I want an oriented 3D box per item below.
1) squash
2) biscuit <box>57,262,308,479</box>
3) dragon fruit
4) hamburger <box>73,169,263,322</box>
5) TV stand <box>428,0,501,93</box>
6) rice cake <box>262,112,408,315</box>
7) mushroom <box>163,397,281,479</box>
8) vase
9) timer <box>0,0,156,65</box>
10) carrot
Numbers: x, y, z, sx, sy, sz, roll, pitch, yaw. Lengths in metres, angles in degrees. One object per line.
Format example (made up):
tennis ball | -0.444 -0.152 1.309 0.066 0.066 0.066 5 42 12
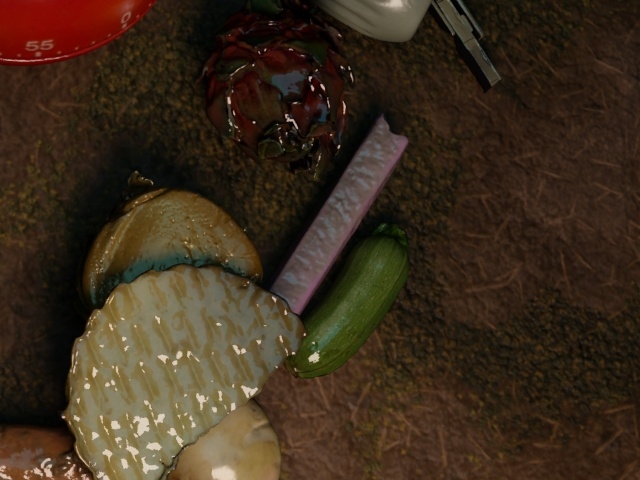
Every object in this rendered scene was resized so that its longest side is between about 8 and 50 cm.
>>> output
squash | 0.036 0.071 1.792 0.077 0.068 0.219 25 65 23
biscuit | -0.158 0.125 1.610 0.273 0.036 0.187 -41 97 -17
dragon fruit | -0.051 -0.176 1.773 0.182 0.182 0.188 25 57 -12
hamburger | -0.170 0.048 1.699 0.189 0.122 0.215 21 76 -13
TV stand | 0.146 -0.293 1.938 0.042 0.036 0.249 -33 89 -25
rice cake | 0.000 0.000 1.800 0.056 0.072 0.365 36 66 -5
mushroom | -0.113 0.227 1.679 0.148 0.112 0.148 4 74 -16
vase | 0.018 -0.332 1.862 0.248 0.128 0.128 27 69 -1
timer | -0.324 -0.372 1.666 0.378 0.279 0.378 4 77 -16
carrot | -0.336 0.224 1.623 0.263 0.102 0.102 10 74 -12
